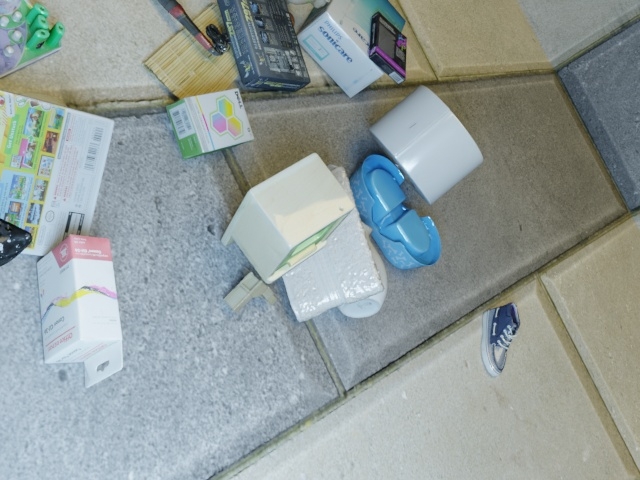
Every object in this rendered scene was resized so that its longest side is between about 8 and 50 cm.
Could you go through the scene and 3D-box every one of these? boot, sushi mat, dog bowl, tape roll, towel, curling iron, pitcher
[{"bbox_3d":[0.459,0.245,1.835,0.069,0.086,0.190,30,48,-31],"label":"boot"},{"bbox_3d":[-0.244,-0.387,1.543,0.151,0.019,0.317,47,42,-17],"label":"sushi mat"},{"bbox_3d":[0.171,-0.059,1.734,0.297,0.074,0.166,56,39,-3],"label":"dog bowl"},{"bbox_3d":[0.254,-0.231,1.771,0.246,0.169,0.246,50,6,-7],"label":"tape roll"},{"bbox_3d":[0.000,0.000,1.438,0.049,0.187,0.282,44,27,-73],"label":"towel"},{"bbox_3d":[-0.297,-0.484,1.521,0.274,0.035,0.068,41,39,-5],"label":"curling iron"},{"bbox_3d":[0.060,0.041,1.506,0.178,0.125,0.207,42,34,-47],"label":"pitcher"}]

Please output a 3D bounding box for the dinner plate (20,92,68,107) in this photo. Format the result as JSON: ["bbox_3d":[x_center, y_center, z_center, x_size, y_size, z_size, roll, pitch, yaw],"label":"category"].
[{"bbox_3d":[-0.452,-0.186,1.205,0.141,0.017,0.141,27,48,-34],"label":"dinner plate"}]

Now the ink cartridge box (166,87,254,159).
[{"bbox_3d":[-0.198,-0.237,1.448,0.209,0.062,0.109,-25,99,-51],"label":"ink cartridge box"}]

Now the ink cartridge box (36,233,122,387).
[{"bbox_3d":[-0.350,0.105,1.053,0.067,0.115,0.198,7,61,-45],"label":"ink cartridge box"}]

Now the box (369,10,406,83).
[{"bbox_3d":[0.172,-0.490,1.844,0.116,0.029,0.162,33,49,-33],"label":"box"}]

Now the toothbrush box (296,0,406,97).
[{"bbox_3d":[0.086,-0.553,1.907,0.216,0.126,0.296,43,42,-21],"label":"toothbrush box"}]

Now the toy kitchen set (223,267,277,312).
[{"bbox_3d":[-0.139,0.099,1.352,0.068,0.075,0.083,38,-11,32],"label":"toy kitchen set"}]

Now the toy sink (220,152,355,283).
[{"bbox_3d":[-0.063,-0.024,1.307,0.152,0.234,0.131,-33,83,-30],"label":"toy sink"}]

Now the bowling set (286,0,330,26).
[{"bbox_3d":[-0.064,-0.617,1.789,0.287,0.200,0.154,26,27,31],"label":"bowling set"}]

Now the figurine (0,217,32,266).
[{"bbox_3d":[-0.491,-0.007,0.901,0.214,0.209,0.092,31,47,-29],"label":"figurine"}]

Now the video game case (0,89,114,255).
[{"bbox_3d":[-0.424,-0.092,1.069,0.206,0.026,0.227,10,97,-44],"label":"video game case"}]

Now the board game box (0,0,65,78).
[{"bbox_3d":[-0.645,-0.401,1.110,0.390,0.050,0.390,50,41,-10],"label":"board game box"}]

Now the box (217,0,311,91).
[{"bbox_3d":[-0.128,-0.458,1.644,0.183,0.059,0.233,-10,79,-53],"label":"box"}]
